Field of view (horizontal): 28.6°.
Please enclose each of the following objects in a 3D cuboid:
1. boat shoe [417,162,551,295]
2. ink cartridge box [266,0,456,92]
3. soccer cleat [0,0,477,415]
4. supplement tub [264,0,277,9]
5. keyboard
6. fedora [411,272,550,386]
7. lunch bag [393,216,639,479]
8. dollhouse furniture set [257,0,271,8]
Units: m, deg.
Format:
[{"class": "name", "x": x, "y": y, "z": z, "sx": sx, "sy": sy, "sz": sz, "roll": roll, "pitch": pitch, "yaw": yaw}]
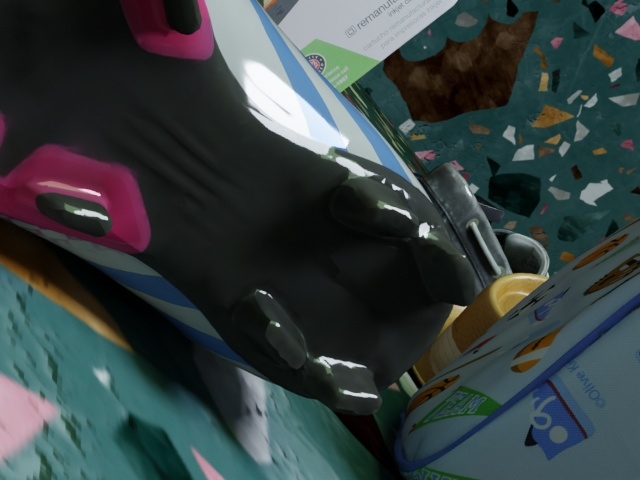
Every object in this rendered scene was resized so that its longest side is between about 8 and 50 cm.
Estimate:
[{"class": "boat shoe", "x": 0.156, "y": 0.050, "z": 1.114, "sx": 0.335, "sy": 0.119, "sz": 0.121, "roll": 43, "pitch": 13, "yaw": -51}, {"class": "ink cartridge box", "x": -0.033, "y": -0.284, "z": 1.196, "sx": 0.273, "sy": 0.198, "sz": 0.115, "roll": 48, "pitch": 11, "yaw": -26}, {"class": "soccer cleat", "x": -0.075, "y": -0.056, "z": 0.392, "sx": 0.143, "sy": 0.116, "sz": 0.331, "roll": 38, "pitch": -7, "yaw": 46}, {"class": "supplement tub", "x": -0.112, "y": -0.306, "z": 0.870, "sx": 0.316, "sy": 0.193, "sz": 0.193, "roll": 52, "pitch": 8, "yaw": -8}, {"class": "keyboard", "x": 0.121, "y": -0.057, "z": 1.425, "sx": 0.180, "sy": 0.023, "sz": 0.108, "roll": 18, "pitch": 10, "yaw": -17}, {"class": "fedora", "x": 0.152, "y": 0.080, "z": 0.875, "sx": 0.194, "sy": 0.079, "sz": 0.194, "roll": 23, "pitch": 29, "yaw": -13}, {"class": "lunch bag", "x": 0.163, "y": 0.066, "z": 0.654, "sx": 0.115, "sy": 0.243, "sz": 0.303, "roll": 53, "pitch": 7, "yaw": 2}, {"class": "dollhouse furniture set", "x": -0.033, "y": -0.329, "z": 0.654, "sx": 0.303, "sy": 0.174, "sz": 0.355, "roll": 48, "pitch": 33, "yaw": -12}]
